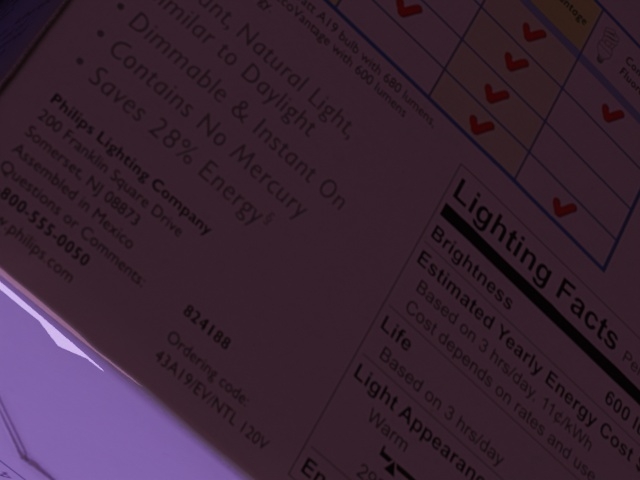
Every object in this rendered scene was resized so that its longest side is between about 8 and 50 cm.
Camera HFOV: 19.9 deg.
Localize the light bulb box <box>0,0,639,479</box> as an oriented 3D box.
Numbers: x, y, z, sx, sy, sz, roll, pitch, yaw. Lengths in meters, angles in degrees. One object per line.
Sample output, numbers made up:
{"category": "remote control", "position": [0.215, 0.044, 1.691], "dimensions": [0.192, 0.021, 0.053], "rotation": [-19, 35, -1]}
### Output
{"category": "light bulb box", "position": [0.000, 0.000, 0.837], "dimensions": [0.358, 0.361, 0.225], "rotation": [42, 144, -17]}
